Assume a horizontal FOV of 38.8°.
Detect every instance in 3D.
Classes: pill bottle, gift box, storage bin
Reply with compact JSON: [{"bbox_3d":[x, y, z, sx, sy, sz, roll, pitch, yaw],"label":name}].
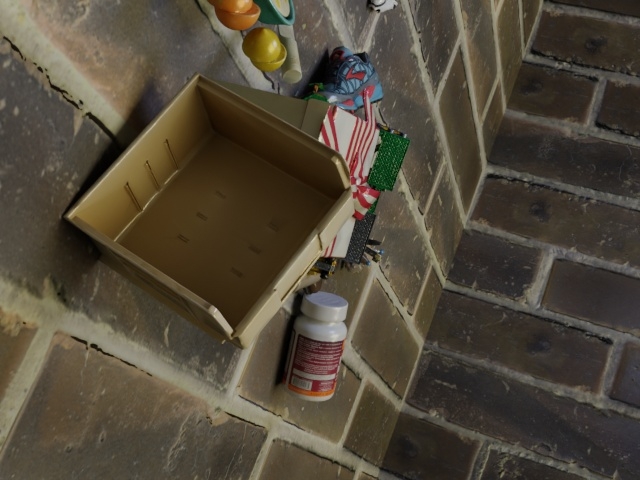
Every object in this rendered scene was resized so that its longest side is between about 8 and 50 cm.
[{"bbox_3d":[-0.009,0.232,2.005,0.121,0.121,0.221,-23,127,-66],"label":"pill bottle"},{"bbox_3d":[-0.050,-0.123,1.396,0.255,0.258,0.277,-8,114,-69],"label":"gift box"},{"bbox_3d":[-0.132,-0.036,1.170,0.262,0.260,0.123,-52,159,-20],"label":"storage bin"}]

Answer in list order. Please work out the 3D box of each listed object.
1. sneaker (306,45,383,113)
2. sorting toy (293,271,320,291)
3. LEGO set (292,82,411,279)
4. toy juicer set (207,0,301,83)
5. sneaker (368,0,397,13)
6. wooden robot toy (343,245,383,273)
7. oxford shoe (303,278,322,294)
[{"bbox_3d":[0.029,-0.307,1.752,0.262,0.104,0.125,-36,116,-60],"label":"sneaker"},{"bbox_3d":[0.000,0.000,1.813,0.193,0.038,0.208,-13,119,-77],"label":"sorting toy"},{"bbox_3d":[0.018,-0.113,1.648,0.192,0.254,0.332,-105,-155,-77],"label":"LEGO set"},{"bbox_3d":[-0.066,-0.329,1.273,0.329,0.089,0.209,24,48,-67],"label":"toy juicer set"},{"bbox_3d":[0.129,-0.502,1.924,0.044,0.040,0.109,-61,160,15],"label":"sneaker"},{"bbox_3d":[0.090,0.025,2.232,0.079,0.076,0.173,66,29,-6],"label":"wooden robot toy"},{"bbox_3d":[0.018,0.013,1.942,0.083,0.096,0.227,-8,115,-71],"label":"oxford shoe"}]
